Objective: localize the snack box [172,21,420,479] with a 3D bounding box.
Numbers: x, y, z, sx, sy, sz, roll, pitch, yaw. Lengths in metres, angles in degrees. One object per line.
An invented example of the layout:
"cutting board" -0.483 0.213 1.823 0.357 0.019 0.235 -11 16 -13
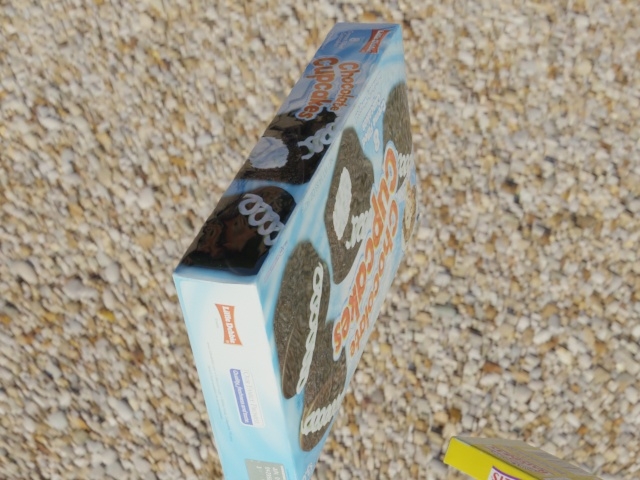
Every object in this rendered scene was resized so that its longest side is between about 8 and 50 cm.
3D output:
"snack box" 0.000 0.000 0.808 0.060 0.187 0.322 6 39 19

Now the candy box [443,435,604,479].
"candy box" 0.198 0.192 0.810 0.206 0.105 0.027 22 97 41
